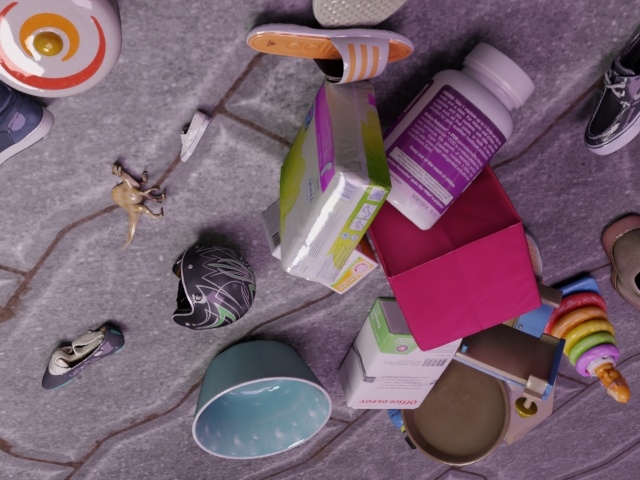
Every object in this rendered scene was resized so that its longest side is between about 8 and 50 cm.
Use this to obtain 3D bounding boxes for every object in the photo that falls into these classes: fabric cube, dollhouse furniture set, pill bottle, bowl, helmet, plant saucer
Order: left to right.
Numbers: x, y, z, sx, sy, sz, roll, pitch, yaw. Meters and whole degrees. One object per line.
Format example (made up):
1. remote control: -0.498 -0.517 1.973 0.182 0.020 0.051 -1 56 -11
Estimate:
1. helmet: -0.205 0.086 1.550 0.170 0.169 0.161 17 143 -32
2. bowl: -0.142 0.338 1.830 0.312 0.163 0.311 -10 138 -9
3. fabric cube: 0.239 0.010 1.551 0.259 0.254 0.258 -23 138 6
4. pill bottle: 0.215 -0.178 1.376 0.301 0.169 0.169 -49 132 6
5. plant saucer: 0.332 0.411 2.002 0.278 0.277 0.041 -36 158 18
6. dollhouse furniture set: 0.335 0.225 1.686 0.287 0.303 0.198 20 131 12

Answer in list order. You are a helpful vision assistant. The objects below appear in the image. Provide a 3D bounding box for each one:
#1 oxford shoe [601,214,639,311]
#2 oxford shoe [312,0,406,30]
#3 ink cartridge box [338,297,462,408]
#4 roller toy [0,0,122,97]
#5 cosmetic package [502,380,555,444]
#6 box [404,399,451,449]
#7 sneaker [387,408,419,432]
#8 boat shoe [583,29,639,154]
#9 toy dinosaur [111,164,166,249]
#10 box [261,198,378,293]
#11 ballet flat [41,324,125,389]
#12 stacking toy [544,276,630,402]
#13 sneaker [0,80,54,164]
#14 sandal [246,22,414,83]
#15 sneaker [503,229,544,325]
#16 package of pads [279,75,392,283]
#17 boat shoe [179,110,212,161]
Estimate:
1. oxford shoe: 0.766 0.104 1.902 0.141 0.146 0.397 -34 135 16
2. oxford shoe: 0.085 -0.465 1.111 0.169 0.130 0.449 -8 152 -18
3. ink cartridge box: 0.184 0.269 1.902 0.199 0.114 0.272 6 132 -23
4. roller toy: -0.368 -0.300 1.103 0.191 0.146 0.209 5 132 -24
5. cosmetic package: 0.509 0.373 2.093 0.160 0.113 0.309 -32 141 -16
6. box: 0.335 0.462 2.154 0.191 0.045 0.184 -10 147 -48
7. sneaker: 0.269 0.408 2.114 0.209 0.082 0.069 -34 157 -11
8. boat shoe: 0.557 -0.289 1.456 0.102 0.108 0.301 14 126 -30
9. toy dinosaur: -0.323 -0.068 1.444 0.093 0.053 0.183 2 129 2
10. box: 0.000 0.000 1.561 0.103 0.114 0.203 -40 132 20
11. ballet flat: -0.501 0.234 1.672 0.203 0.074 0.074 -30 136 4
12. stacking toy: 0.634 0.253 1.898 0.166 0.301 0.175 -28 137 10
13. sneaker: -0.541 -0.165 1.219 0.226 0.086 0.163 -37 146 6
14. sandal: 0.015 -0.282 1.280 0.266 0.076 0.102 1 170 -12
15. sneaker: 0.447 0.092 1.829 0.108 0.121 0.302 1 121 16
16. package of pads: 0.013 -0.103 1.325 0.101 0.296 0.229 17 128 -17
17. boat shoe: -0.218 -0.176 1.371 0.035 0.035 0.100 31 127 -8
